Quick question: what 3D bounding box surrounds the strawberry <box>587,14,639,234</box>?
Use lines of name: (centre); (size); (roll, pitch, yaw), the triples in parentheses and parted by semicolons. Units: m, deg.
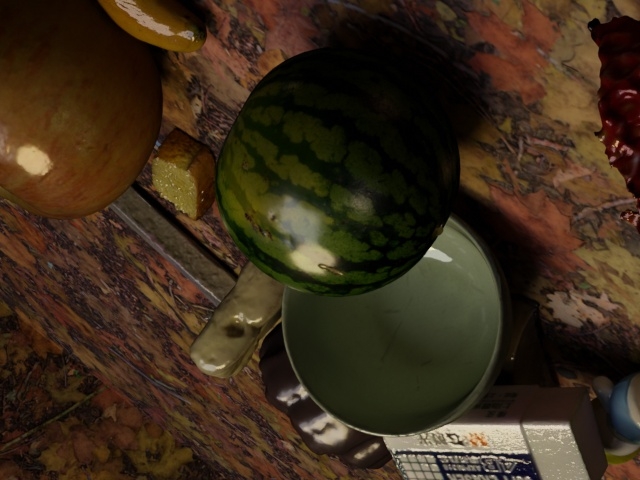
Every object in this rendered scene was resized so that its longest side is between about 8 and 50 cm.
strawberry: (0.342, -0.114, 1.038); (0.178, 0.234, 0.234); (-21, 119, 32)

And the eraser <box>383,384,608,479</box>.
eraser: (0.227, 0.263, 1.624); (0.287, 0.086, 0.130); (-5, 117, 36)

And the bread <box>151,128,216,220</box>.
bread: (-0.221, -0.103, 2.006); (0.103, 0.065, 0.187); (32, 157, 6)

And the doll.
doll: (0.404, 0.228, 1.576); (0.135, 0.099, 0.241); (3, 160, -12)

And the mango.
mango: (-0.231, -0.310, 1.645); (0.190, 0.075, 0.098); (31, 164, 8)

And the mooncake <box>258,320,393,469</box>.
mooncake: (0.028, 0.232, 1.933); (0.283, 0.283, 0.141); (44, 113, -5)

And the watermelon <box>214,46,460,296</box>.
watermelon: (0.018, -0.077, 1.403); (0.285, 0.285, 0.285); (33, 155, 18)

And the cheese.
cheese: (-0.107, 0.101, 1.944); (0.093, 0.263, 0.159); (37, 180, 4)

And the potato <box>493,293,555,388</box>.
potato: (0.256, 0.185, 1.720); (0.120, 0.100, 0.261); (20, 149, 38)

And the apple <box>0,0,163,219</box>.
apple: (-0.417, -0.226, 1.775); (0.400, 0.334, 0.400); (22, 171, 4)

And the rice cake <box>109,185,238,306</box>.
rice cake: (-0.270, 0.007, 2.263); (0.399, 0.064, 0.070); (43, 166, -4)

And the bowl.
bowl: (0.112, 0.098, 1.607); (0.307, 0.307, 0.163); (32, -172, 21)
